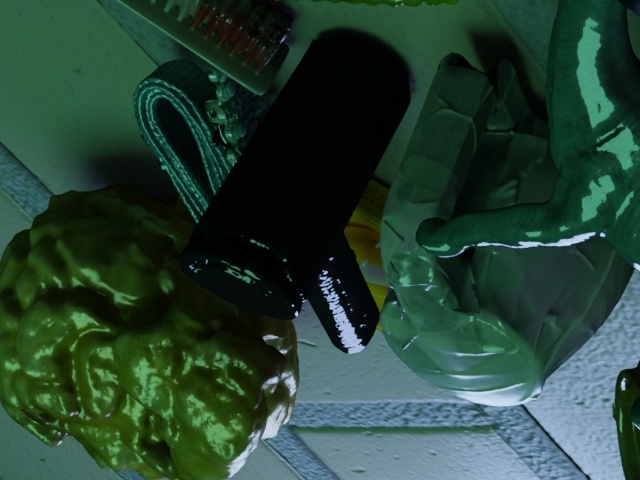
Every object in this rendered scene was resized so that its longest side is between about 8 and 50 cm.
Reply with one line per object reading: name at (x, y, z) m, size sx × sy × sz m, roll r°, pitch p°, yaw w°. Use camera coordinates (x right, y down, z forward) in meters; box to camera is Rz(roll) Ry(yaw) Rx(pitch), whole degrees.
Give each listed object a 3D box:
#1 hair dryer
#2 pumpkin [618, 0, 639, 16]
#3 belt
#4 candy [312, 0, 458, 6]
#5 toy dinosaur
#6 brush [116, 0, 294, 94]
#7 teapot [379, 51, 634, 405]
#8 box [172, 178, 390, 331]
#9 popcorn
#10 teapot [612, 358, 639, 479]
hair dryer at (0.000, 0.000, 1.274) m, size 0.089 × 0.197 × 0.251 m, roll 17°, pitch 153°, yaw 22°
pumpkin at (0.192, -0.233, 0.701) m, size 0.315 × 0.238 × 0.315 m, roll 40°, pitch 151°, yaw 27°
belt at (-0.063, -0.054, 1.313) m, size 0.100 × 0.065 × 0.179 m, roll -15°, pitch 113°, yaw 31°
candy at (-0.010, -0.230, 1.044) m, size 0.149 × 0.069 × 0.246 m, roll 8°, pitch 141°, yaw 24°
toy dinosaur at (0.235, -0.038, 0.978) m, size 0.383 × 0.129 × 0.331 m, roll 32°, pitch 141°, yaw 0°
brush at (-0.158, -0.211, 1.218) m, size 0.321 × 0.060 × 0.050 m, roll 32°, pitch 139°, yaw -6°
teapot at (0.124, 0.008, 1.188) m, size 0.163 × 0.178 × 0.221 m, roll 22°, pitch 150°, yaw 11°
box at (0.019, 0.000, 1.410) m, size 0.269 × 0.043 × 0.152 m, roll 30°, pitch 151°, yaw 0°
popcorn at (-0.133, 0.094, 1.473) m, size 0.265 × 0.225 × 0.332 m, roll 37°, pitch 172°, yaw -39°
teapot at (0.310, 0.126, 1.263) m, size 0.182 × 0.173 × 0.269 m, roll -7°, pitch 123°, yaw -3°
